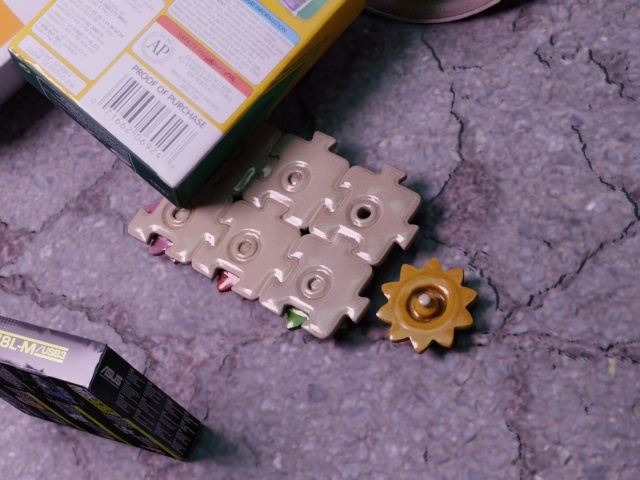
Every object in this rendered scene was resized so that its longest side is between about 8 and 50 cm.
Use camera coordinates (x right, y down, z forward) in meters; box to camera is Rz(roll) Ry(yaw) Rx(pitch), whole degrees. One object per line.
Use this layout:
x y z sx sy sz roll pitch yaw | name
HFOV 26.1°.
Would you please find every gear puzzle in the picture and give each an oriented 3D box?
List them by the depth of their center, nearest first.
0.000 0.000 1.244 0.339 0.044 0.175 27 73 28 | gear puzzle

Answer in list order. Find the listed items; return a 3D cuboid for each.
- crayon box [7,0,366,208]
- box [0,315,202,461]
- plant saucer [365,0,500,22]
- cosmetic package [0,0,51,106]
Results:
-0.099 -0.216 1.278 0.203 0.083 0.323 40 79 8 | crayon box
-0.219 0.119 1.168 0.184 0.191 0.045 9 67 26 | box
0.091 -0.360 1.292 0.310 0.311 0.050 11 29 26 | plant saucer
-0.294 -0.330 1.406 0.453 0.161 0.230 -43 93 -6 | cosmetic package
